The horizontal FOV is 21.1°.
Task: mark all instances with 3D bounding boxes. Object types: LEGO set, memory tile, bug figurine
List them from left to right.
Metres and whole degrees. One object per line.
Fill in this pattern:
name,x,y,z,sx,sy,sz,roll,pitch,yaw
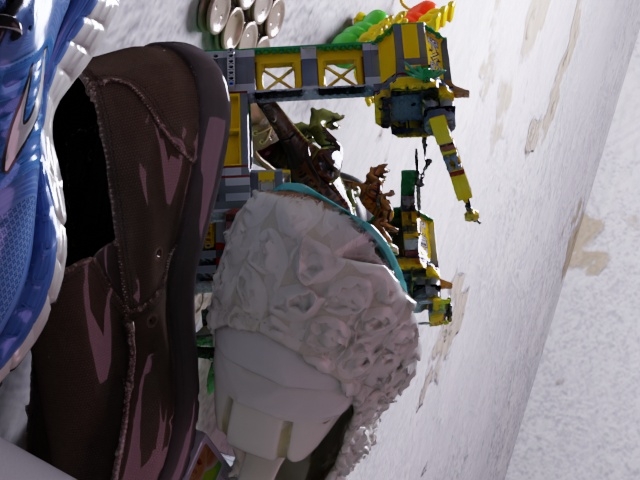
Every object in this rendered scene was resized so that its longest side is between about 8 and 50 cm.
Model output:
memory tile,-0.056,-0.199,1.388,0.148,0.012,0.113,42,67,-70
LEGO set,0.000,0.000,1.335,0.331,0.254,0.192,102,-11,-51
bug figurine,0.080,-0.263,1.629,0.216,0.072,0.279,-41,149,-47

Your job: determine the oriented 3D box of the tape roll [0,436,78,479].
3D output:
tape roll,-0.237,0.235,0.934,0.286,0.100,0.286,-59,-175,9

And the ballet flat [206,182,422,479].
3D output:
ballet flat,-0.014,0.108,1.179,0.409,0.147,0.147,87,25,-65

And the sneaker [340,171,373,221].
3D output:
sneaker,-0.018,0.081,1.630,0.130,0.109,0.286,-26,121,-57

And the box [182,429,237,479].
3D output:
box,-0.158,0.274,1.337,0.262,0.126,0.231,69,40,-63

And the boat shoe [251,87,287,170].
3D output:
boat shoe,-0.049,-0.098,1.429,0.050,0.045,0.135,-52,157,-10

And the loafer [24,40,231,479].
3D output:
loafer,-0.162,0.041,1.162,0.130,0.133,0.366,6,92,-44

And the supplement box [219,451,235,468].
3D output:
supplement box,-0.109,0.230,1.558,0.083,0.043,0.055,-33,136,-61

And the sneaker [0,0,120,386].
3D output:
sneaker,-0.201,-0.070,0.901,0.147,0.129,0.330,54,42,-67
